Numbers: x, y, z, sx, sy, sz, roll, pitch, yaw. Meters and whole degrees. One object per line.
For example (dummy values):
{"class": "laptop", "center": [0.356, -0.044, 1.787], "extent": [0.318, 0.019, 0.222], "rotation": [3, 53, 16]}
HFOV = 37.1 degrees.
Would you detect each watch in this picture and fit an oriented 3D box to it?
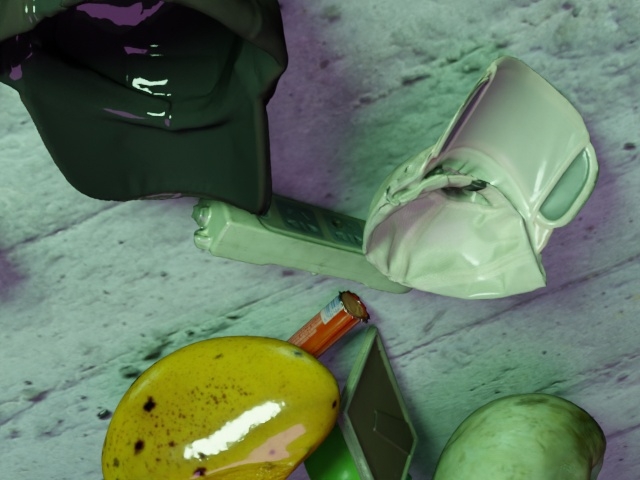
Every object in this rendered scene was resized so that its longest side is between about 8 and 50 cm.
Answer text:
{"class": "watch", "center": [0.039, 0.316, 1.282], "extent": [0.131, 0.165, 0.152], "rotation": [-38, 111, 10]}

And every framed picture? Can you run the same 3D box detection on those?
{"class": "framed picture", "center": [0.072, 0.229, 1.167], "extent": [0.015, 0.150, 0.203], "rotation": [-4, 125, 25]}

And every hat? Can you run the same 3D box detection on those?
{"class": "hat", "center": [-0.126, -0.172, 0.766], "extent": [0.238, 0.209, 0.336], "rotation": [3, 153, 7]}
{"class": "hat", "center": [0.148, -0.067, 0.961], "extent": [0.219, 0.226, 0.164], "rotation": [30, 159, -30]}

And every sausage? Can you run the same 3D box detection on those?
{"class": "sausage", "center": [-0.007, 0.119, 1.132], "extent": [0.050, 0.048, 0.145], "rotation": [40, 114, -15]}

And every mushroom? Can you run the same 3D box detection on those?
{"class": "mushroom", "center": [0.267, 0.367, 1.263], "extent": [0.260, 0.352, 0.352], "rotation": [16, 137, 19]}

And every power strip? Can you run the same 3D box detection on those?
{"class": "power strip", "center": [-0.001, 0.002, 0.999], "extent": [0.286, 0.080, 0.048], "rotation": [15, 125, -30]}

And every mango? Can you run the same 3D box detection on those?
{"class": "mango", "center": [-0.111, 0.202, 1.075], "extent": [0.290, 0.191, 0.160], "rotation": [-24, 142, 13]}
